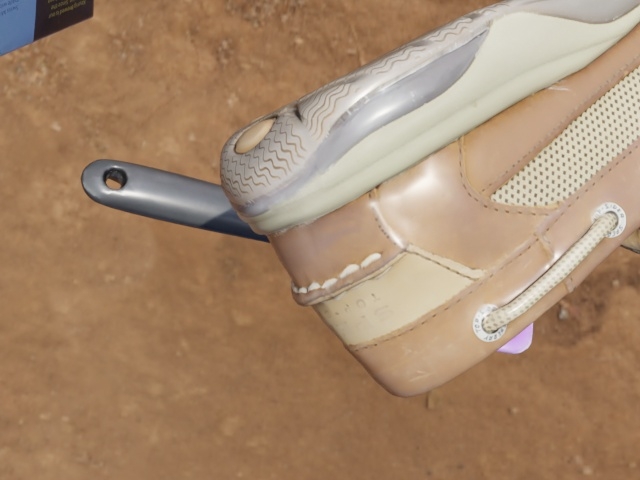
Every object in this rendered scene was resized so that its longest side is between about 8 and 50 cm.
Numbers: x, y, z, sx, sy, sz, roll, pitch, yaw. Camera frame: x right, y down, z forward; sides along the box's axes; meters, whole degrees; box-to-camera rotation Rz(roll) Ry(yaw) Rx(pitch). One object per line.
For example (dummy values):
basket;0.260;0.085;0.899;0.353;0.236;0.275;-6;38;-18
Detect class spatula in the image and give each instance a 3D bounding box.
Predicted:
spatula;0.000;0.000;0.674;0.296;0.084;0.030;17;152;-22

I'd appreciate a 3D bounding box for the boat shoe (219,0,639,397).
boat shoe;0.116;-0.050;0.424;0.116;0.324;0.123;63;157;-5

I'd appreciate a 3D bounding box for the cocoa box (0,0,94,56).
cocoa box;-0.383;-0.281;0.961;0.231;0.347;0.228;20;122;18
